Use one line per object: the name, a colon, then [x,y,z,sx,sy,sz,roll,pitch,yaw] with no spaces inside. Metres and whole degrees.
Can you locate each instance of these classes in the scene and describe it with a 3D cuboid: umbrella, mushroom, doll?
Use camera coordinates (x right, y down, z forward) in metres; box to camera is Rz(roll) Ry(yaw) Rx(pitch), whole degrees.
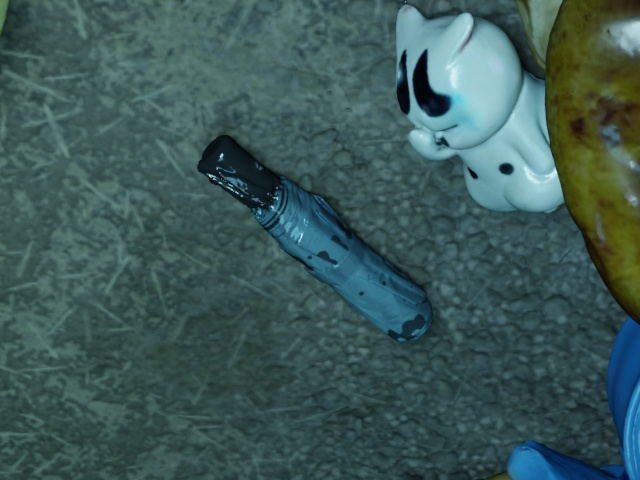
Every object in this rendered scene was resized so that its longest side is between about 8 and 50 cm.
umbrella: [0.001,-0.002,1.577,0.250,0.052,0.053,42,71,-26]
mushroom: [0.289,-0.098,1.405,0.345,0.259,0.345,-7,102,-34]
doll: [0.128,-0.095,1.476,0.180,0.110,0.107,38,72,-31]

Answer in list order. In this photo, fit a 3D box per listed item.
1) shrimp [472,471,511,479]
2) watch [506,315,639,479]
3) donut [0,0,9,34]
shrimp: [0.145,0.294,1.802,0.262,0.051,0.198,-9,127,1]
watch: [0.322,0.145,1.614,0.305,0.241,0.274,13,109,-6]
donut: [-0.437,-0.200,1.334,0.448,0.198,0.449,-2,125,-3]
